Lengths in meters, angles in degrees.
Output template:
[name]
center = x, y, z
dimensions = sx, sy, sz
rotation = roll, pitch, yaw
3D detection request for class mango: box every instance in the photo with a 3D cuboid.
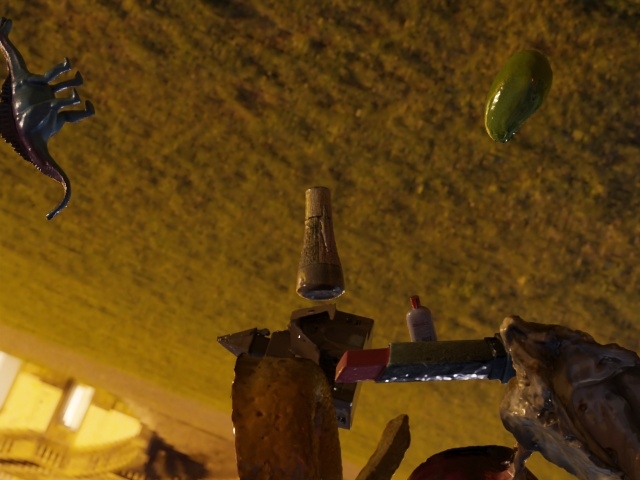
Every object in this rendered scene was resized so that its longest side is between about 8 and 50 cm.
[mango]
center = 0.329, -0.242, 1.679
dimensions = 0.091, 0.165, 0.074
rotation = 26, -176, 20

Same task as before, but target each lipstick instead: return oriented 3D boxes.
[lipstick]
center = 0.168, 0.146, 1.234
dimensions = 0.312, 0.051, 0.051
rotation = 0, -150, -14

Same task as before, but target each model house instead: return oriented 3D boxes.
[model house]
center = -0.050, 0.177, 1.613
dimensions = 0.248, 0.181, 0.176
rotation = 11, 143, 8

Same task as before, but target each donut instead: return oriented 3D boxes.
[donut]
center = -0.040, 0.288, 1.406
dimensions = 0.108, 0.277, 0.277
rotation = -9, 161, 11

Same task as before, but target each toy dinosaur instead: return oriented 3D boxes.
[toy dinosaur]
center = -0.242, -0.113, 0.869
dimensions = 0.080, 0.197, 0.045
rotation = -20, 165, 2

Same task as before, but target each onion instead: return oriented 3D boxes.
[onion]
center = 0.248, 0.452, 1.483
dimensions = 0.230, 0.256, 0.272
rotation = -113, 7, -50

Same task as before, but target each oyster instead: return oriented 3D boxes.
[oyster]
center = 0.295, 0.195, 1.068
dimensions = 0.341, 0.166, 0.110
rotation = 32, 164, -18

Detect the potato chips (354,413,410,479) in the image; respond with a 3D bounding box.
[potato chips]
center = 0.067, 0.450, 1.801
dimensions = 0.057, 0.407, 0.080
rotation = -18, 102, 36

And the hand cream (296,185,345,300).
[hand cream]
center = 0.000, 0.000, 1.743
dimensions = 0.084, 0.203, 0.084
rotation = 0, 160, 0

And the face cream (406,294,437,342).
[face cream]
center = 0.152, 0.123, 1.520
dimensions = 0.040, 0.083, 0.021
rotation = -12, -160, 5
